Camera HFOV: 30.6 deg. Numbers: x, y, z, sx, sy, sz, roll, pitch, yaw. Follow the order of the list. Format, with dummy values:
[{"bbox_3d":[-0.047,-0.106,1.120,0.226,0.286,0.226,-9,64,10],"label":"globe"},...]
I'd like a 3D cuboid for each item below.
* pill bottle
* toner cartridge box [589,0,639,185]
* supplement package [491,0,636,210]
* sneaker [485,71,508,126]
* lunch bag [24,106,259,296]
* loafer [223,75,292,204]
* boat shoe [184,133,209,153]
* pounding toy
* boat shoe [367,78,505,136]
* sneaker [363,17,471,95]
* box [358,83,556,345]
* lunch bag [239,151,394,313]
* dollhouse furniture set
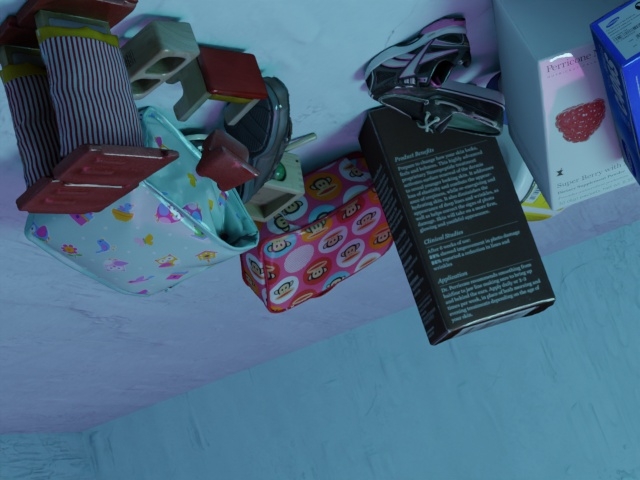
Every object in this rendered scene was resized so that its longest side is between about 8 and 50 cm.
[{"bbox_3d":[0.364,-0.130,2.152,0.188,0.188,0.334,-26,164,30],"label":"pill bottle"},{"bbox_3d":[0.436,-0.186,1.417,0.165,0.075,0.348,-29,150,6],"label":"toner cartridge box"},{"bbox_3d":[0.352,-0.216,1.589,0.177,0.175,0.293,-19,139,0],"label":"supplement package"},{"bbox_3d":[0.412,-0.270,1.794,0.316,0.127,0.182,-17,169,-1],"label":"sneaker"},{"bbox_3d":[-0.243,-0.032,1.651,0.223,0.160,0.262,-26,135,25],"label":"lunch bag"},{"bbox_3d":[-0.086,-0.152,1.673,0.084,0.096,0.267,-30,162,-30],"label":"loafer"},{"bbox_3d":[-0.228,-0.090,1.763,0.084,0.079,0.233,-5,159,-40],"label":"boat shoe"},{"bbox_3d":[-0.090,-0.110,1.872,0.130,0.100,0.141,12,147,-38],"label":"pounding toy"},{"bbox_3d":[0.177,-0.201,1.763,0.219,0.070,0.078,7,162,-14],"label":"boat shoe"},{"bbox_3d":[0.137,-0.241,1.648,0.072,0.077,0.178,-3,160,-46],"label":"sneaker"},{"bbox_3d":[0.213,-0.041,1.892,0.191,0.381,0.143,-15,168,-11],"label":"box"},{"bbox_3d":[0.000,0.000,2.073,0.293,0.120,0.258,-27,142,-20],"label":"lunch bag"},{"bbox_3d":[-0.176,-0.150,1.329,0.152,0.201,0.374,-30,162,39],"label":"dollhouse furniture set"}]
